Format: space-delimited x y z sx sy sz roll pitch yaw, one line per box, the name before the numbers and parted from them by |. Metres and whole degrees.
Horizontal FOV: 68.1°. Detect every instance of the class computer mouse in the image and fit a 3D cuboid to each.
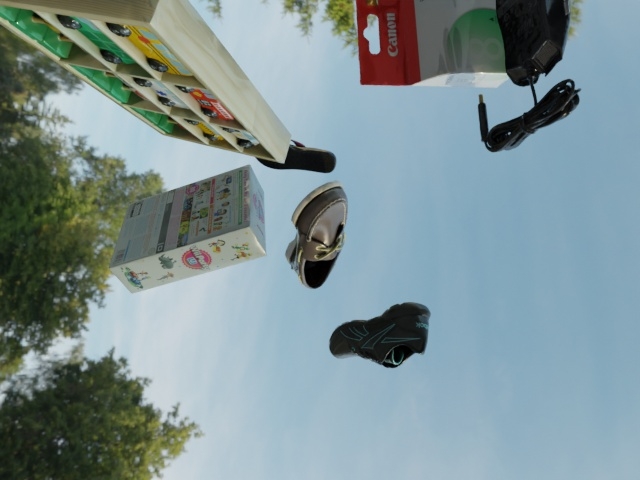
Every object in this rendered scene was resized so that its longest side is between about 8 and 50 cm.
computer mouse | 0.281 -0.253 0.658 0.184 0.060 0.262 134 -45 -68

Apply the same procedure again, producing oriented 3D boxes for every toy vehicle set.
toy vehicle set | -0.145 -0.147 0.439 0.166 0.267 0.035 15 -96 16

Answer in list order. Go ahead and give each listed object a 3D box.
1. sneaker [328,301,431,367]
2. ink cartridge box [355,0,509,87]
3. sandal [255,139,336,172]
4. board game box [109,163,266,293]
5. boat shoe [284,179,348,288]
sneaker | 0.114 0.216 0.998 0.267 0.101 0.106 -32 -133 40
ink cartridge box | 0.171 -0.328 0.728 0.056 0.224 0.181 126 -37 -76
sandal | -0.055 -0.177 0.971 0.040 0.179 0.067 -81 -178 -45
board game box | -0.277 -0.028 1.032 0.303 0.097 0.224 -17 -138 7
boat shoe | 0.000 0.000 0.959 0.097 0.116 0.324 62 -24 20
